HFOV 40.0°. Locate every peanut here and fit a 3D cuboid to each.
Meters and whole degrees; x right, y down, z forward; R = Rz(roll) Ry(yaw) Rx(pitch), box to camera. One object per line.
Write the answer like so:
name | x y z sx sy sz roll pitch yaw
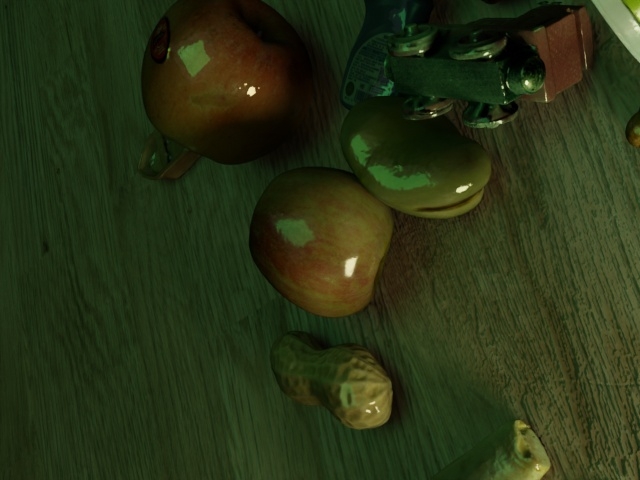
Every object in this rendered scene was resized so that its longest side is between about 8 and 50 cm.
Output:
peanut | 0.013 0.237 1.557 0.298 0.120 0.136 14 70 46

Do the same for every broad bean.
broad bean | 0.149 -0.134 1.433 0.263 0.121 0.189 38 71 25

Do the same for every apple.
apple | 0.000 0.000 1.495 0.234 0.257 0.256 15 96 3
apple | -0.192 -0.309 1.698 0.305 0.339 0.338 -47 54 29

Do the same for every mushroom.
mushroom | 0.218 0.394 1.355 0.312 0.081 0.100 -45 58 25

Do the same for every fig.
fig | 0.457 -0.168 1.236 0.050 0.050 0.083 -6 61 44

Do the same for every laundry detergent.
laundry detergent | 0.126 -0.355 1.525 0.143 0.094 0.289 34 117 42

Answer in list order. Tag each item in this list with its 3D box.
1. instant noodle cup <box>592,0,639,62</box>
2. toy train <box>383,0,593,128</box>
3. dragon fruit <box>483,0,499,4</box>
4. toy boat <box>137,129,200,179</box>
instant noodle cup | 0.487 -0.404 1.106 0.308 0.294 0.293 -34 61 28
toy train | 0.245 -0.278 1.347 0.304 0.222 0.150 20 134 50
dragon fruit | 0.240 -0.472 1.448 0.246 0.126 0.125 39 114 48
toy boat | -0.347 -0.203 2.025 0.188 0.061 0.116 -34 62 36
